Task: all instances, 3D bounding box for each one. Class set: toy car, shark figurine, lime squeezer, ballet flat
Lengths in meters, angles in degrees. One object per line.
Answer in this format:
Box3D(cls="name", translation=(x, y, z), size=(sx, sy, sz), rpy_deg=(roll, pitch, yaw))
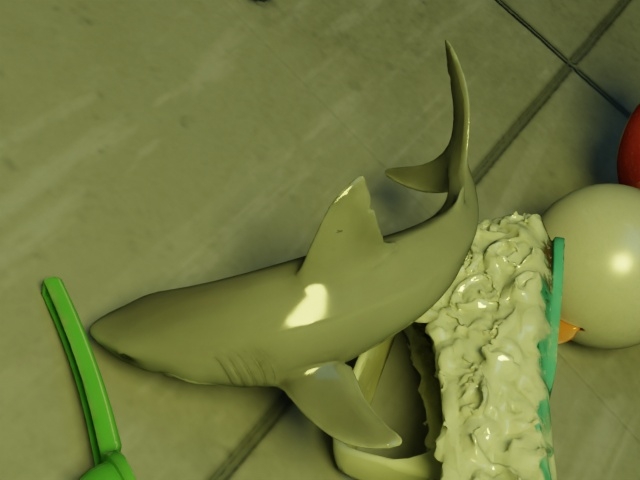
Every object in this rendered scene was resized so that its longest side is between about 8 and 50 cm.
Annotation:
Box3D(cls="toy car", translation=(0.218, -0.007, 0.886), size=(0.238, 0.219, 0.210), rpy_deg=(-15, 49, -5))
Box3D(cls="shark figurine", translation=(0.029, -0.004, 0.689), size=(0.166, 0.116, 0.278), rpy_deg=(31, 51, 34))
Box3D(cls="lime squeezer", translation=(-0.125, 0.148, 0.600), size=(0.110, 0.059, 0.310), rpy_deg=(4, 46, 9))
Box3D(cls="ballet flat", translation=(0.069, 0.147, 0.691), size=(0.147, 0.147, 0.409), rpy_deg=(26, 42, -15))
